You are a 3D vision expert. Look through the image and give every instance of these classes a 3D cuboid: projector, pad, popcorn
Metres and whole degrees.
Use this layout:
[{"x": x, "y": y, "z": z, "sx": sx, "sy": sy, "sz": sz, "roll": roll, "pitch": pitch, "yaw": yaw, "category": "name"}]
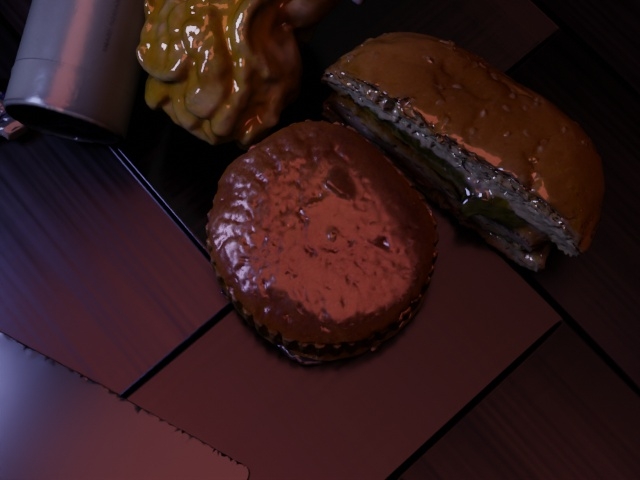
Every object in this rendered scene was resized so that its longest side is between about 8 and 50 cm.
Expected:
[{"x": -0.182, "y": -0.257, "z": 0.766, "sx": 0.108, "sy": 0.108, "sz": 0.338, "roll": 12, "pitch": 82, "yaw": 4, "category": "projector"}, {"x": -0.208, "y": 0.199, "z": 0.721, "sx": 0.265, "sy": 0.009, "sz": 0.160, "roll": 26, "pitch": 76, "yaw": 10, "category": "pad"}, {"x": -0.077, "y": -0.183, "z": 0.748, "sx": 0.163, "sy": 0.140, "sz": 0.194, "roll": 36, "pitch": 99, "yaw": 49, "category": "popcorn"}]

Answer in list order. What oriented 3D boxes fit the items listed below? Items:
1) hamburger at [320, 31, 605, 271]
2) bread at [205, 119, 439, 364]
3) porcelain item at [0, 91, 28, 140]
[{"x": 0.131, "y": -0.089, "z": 0.739, "sx": 0.262, "sy": 0.124, "sz": 0.131, "roll": 39, "pitch": 77, "yaw": 10, "category": "hamburger"}, {"x": 0.000, "y": -0.001, "z": 0.726, "sx": 0.199, "sy": 0.104, "sz": 0.199, "roll": -1, "pitch": 75, "yaw": 2, "category": "bread"}, {"x": -0.295, "y": -0.126, "z": 0.809, "sx": 0.136, "sy": 0.021, "sz": 0.075, "roll": -33, "pitch": 72, "yaw": -9, "category": "porcelain item"}]
